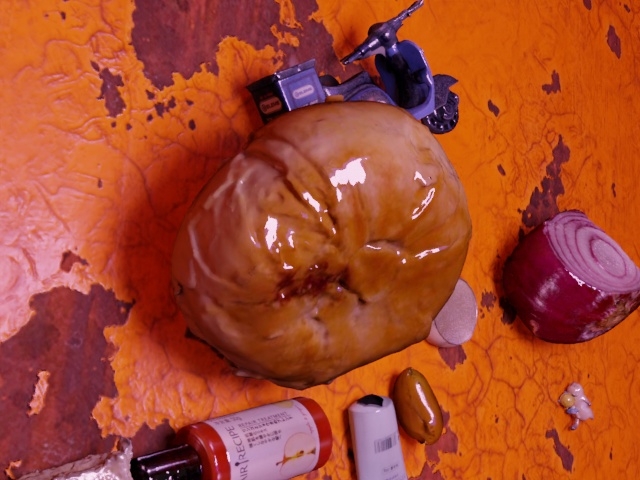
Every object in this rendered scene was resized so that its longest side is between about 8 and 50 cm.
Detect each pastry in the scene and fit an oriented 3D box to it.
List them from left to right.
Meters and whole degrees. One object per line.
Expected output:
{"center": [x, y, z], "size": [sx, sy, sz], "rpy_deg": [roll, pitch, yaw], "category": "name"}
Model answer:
{"center": [-0.316, 0.315, 0.967], "size": [0.258, 0.089, 0.122], "rpy_deg": [-14, 87, -40], "category": "pastry"}
{"center": [0.000, 0.000, 1.145], "size": [0.409, 0.245, 0.410], "rpy_deg": [-16, 129, -22], "category": "pastry"}

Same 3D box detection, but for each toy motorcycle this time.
{"center": [0.076, -0.220, 1.340], "size": [0.358, 0.125, 0.213], "rpy_deg": [-29, 103, -34], "category": "toy motorcycle"}

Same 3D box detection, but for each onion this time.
{"center": [0.435, 0.088, 1.595], "size": [0.206, 0.207, 0.216], "rpy_deg": [-10, 48, -30], "category": "onion"}

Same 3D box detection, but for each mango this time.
{"center": [0.155, 0.261, 1.397], "size": [0.063, 0.077, 0.127], "rpy_deg": [-17, 87, -44], "category": "mango"}

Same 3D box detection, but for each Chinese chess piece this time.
{"center": [0.211, 0.119, 1.488], "size": [0.122, 0.051, 0.122], "rpy_deg": [6, 81, -40], "category": "Chinese chess piece"}

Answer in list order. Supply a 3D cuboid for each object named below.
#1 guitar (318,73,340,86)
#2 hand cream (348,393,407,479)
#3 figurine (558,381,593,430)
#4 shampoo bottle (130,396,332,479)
{"center": [0.063, -0.178, 1.425], "size": [0.233, 0.025, 0.088], "rpy_deg": [32, 64, -34], "category": "guitar"}
{"center": [0.101, 0.392, 1.347], "size": [0.109, 0.067, 0.321], "rpy_deg": [-16, 98, -41], "category": "hand cream"}
{"center": [0.490, 0.319, 1.704], "size": [0.050, 0.047, 0.083], "rpy_deg": [-27, 96, -30], "category": "figurine"}
{"center": [-0.117, 0.277, 1.137], "size": [0.278, 0.104, 0.105], "rpy_deg": [-6, 87, -42], "category": "shampoo bottle"}
